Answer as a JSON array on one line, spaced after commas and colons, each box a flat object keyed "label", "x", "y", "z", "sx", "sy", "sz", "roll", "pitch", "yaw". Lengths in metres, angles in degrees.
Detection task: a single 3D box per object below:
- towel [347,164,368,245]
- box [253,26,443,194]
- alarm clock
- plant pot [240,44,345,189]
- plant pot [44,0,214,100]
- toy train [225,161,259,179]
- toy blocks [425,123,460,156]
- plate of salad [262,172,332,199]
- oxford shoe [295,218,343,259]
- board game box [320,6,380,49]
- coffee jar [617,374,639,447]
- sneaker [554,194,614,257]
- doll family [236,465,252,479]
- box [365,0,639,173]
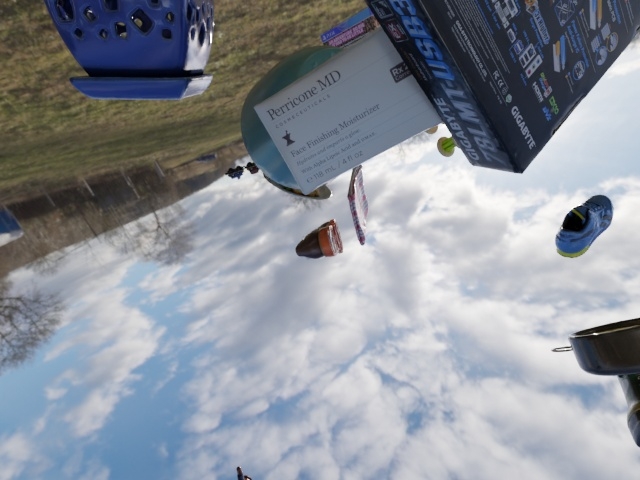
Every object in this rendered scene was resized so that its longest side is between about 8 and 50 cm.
[{"label": "towel", "x": 0.113, "y": -0.099, "z": 1.134, "sx": 0.030, "sy": 0.196, "sz": 0.144, "roll": -2, "pitch": -134, "yaw": 17}, {"label": "box", "x": 0.038, "y": -0.169, "z": 0.512, "sx": 0.181, "sy": 0.118, "sz": 0.181, "roll": -26, "pitch": -163, "yaw": 16}, {"label": "alarm clock", "x": 0.396, "y": 0.143, "z": 0.540, "sx": 0.130, "sy": 0.064, "sz": 0.192, "roll": -8, "pitch": 167, "yaw": -21}, {"label": "plant pot", "x": -0.003, "y": -0.274, "z": 0.869, "sx": 0.293, "sy": 0.292, "sz": 0.235, "roll": -32, "pitch": -171, "yaw": -21}, {"label": "plant pot", "x": -0.326, "y": -0.375, "z": 0.743, "sx": 0.237, "sy": 0.211, "sz": 0.236, "roll": 1, "pitch": -156, "yaw": -1}, {"label": "toy train", "x": -0.182, "y": -0.199, "z": 1.101, "sx": 0.159, "sy": 0.036, "sz": 0.027, "roll": -19, "pitch": -173, "yaw": -2}, {"label": "toy blocks", "x": 0.309, "y": -0.266, "z": 0.904, "sx": 0.054, "sy": 0.123, "sz": 0.148, "roll": -41, "pitch": -174, "yaw": -25}, {"label": "plate of salad", "x": -0.060, "y": -0.167, "z": 1.115, "sx": 0.200, "sy": 0.048, "sz": 0.199, "roll": 16, "pitch": -154, "yaw": -8}, {"label": "oxford shoe", "x": 0.000, "y": 0.000, "z": 1.069, "sx": 0.099, "sy": 0.096, "sz": 0.271, "roll": -15, "pitch": 179, "yaw": 11}, {"label": "board game box", "x": 0.167, "y": -0.588, "z": 1.331, "sx": 0.141, "sy": 0.290, "sz": 0.232, "roll": -35, "pitch": -157, "yaw": -32}, {"label": "coffee jar", "x": 0.528, "y": 0.240, "z": 0.632, "sx": 0.096, "sy": 0.078, "sz": 0.184, "roll": 1, "pitch": -145, "yaw": 23}, {"label": "sneaker", "x": 0.586, "y": -0.052, "z": 0.885, "sx": 0.209, "sy": 0.082, "sz": 0.069, "roll": -40, "pitch": -142, "yaw": -23}, {"label": "doll family", "x": -0.123, "y": 0.487, "z": 0.676, "sx": 0.076, "sy": 0.192, "sz": 0.111, "roll": 3, "pitch": 170, "yaw": 8}, {"label": "box", "x": 0.184, "y": -0.263, "z": 0.353, "sx": 0.293, "sy": 0.296, "sz": 0.073, "roll": -51, "pitch": -149, "yaw": -4}]
